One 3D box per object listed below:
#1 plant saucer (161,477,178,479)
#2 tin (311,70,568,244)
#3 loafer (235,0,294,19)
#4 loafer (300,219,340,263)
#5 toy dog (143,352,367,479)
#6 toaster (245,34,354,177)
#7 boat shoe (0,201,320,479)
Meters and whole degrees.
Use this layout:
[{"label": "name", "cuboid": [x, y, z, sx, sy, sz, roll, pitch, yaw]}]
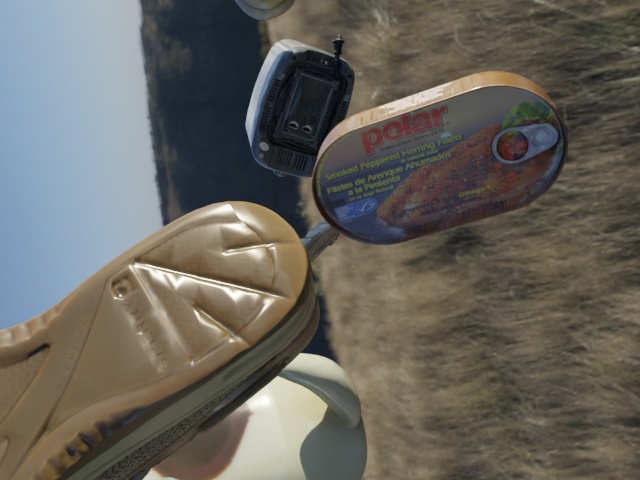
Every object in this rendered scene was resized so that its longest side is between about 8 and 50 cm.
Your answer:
[{"label": "plant saucer", "cuboid": [-0.101, 0.300, 0.691, 0.195, 0.037, 0.195, 33, 137, 37]}, {"label": "tin", "cuboid": [0.085, -0.060, 0.595, 0.040, 0.189, 0.106, -86, -25, -51]}, {"label": "loafer", "cuboid": [-0.127, -0.414, 1.074, 0.268, 0.102, 0.092, 46, 160, 18]}, {"label": "loafer", "cuboid": [0.000, 0.000, 1.281, 0.045, 0.125, 0.039, 5, 126, 52]}, {"label": "toy dog", "cuboid": [-0.169, 0.276, 0.865, 0.395, 0.407, 0.285, 116, 150, -52]}, {"label": "toaster", "cuboid": [-0.036, -0.216, 1.221, 0.146, 0.129, 0.227, -123, 49, -63]}, {"label": "boat shoe", "cuboid": [-0.149, 0.107, 0.437, 0.122, 0.341, 0.110, 60, 174, 28]}]
